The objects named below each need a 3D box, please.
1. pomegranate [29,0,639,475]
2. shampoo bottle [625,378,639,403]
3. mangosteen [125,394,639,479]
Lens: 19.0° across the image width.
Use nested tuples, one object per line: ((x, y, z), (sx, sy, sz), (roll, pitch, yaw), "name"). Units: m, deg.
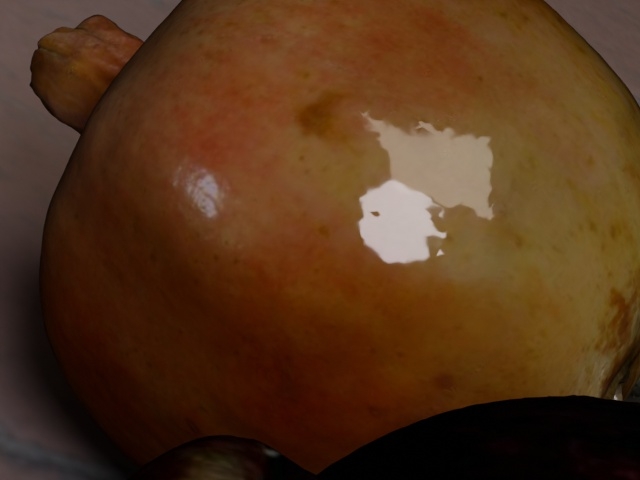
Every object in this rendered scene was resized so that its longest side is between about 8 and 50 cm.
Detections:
((0.000, 0.000, 0.750), (0.270, 0.252, 0.229), (29, 64, 16), "pomegranate")
((0.115, 0.022, 0.995), (0.162, 0.079, 0.079), (49, 34, 13), "shampoo bottle")
((0.048, 0.171, 0.541), (0.313, 0.297, 0.297), (56, 28, -20), "mangosteen")
